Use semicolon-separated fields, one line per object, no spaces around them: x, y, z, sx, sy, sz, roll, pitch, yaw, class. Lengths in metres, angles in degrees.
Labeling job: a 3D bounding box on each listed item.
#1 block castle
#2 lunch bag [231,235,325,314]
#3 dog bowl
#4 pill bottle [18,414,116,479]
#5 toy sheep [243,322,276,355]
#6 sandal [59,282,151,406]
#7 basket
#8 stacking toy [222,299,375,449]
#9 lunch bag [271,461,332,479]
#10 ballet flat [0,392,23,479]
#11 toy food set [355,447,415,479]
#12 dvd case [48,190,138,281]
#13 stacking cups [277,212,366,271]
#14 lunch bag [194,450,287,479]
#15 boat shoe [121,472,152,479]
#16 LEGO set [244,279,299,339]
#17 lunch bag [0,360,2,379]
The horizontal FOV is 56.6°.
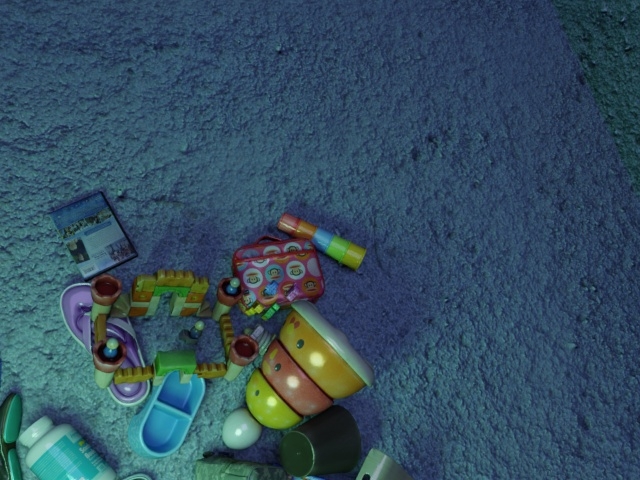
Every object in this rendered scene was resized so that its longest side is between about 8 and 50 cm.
-0.423;0.242;1.712;0.453;0.213;0.303;3;48;-27;block castle
-0.146;0.102;1.975;0.293;0.120;0.258;-9;70;-17;lunch bag
-0.443;0.497;1.752;0.166;0.074;0.297;32;66;-22;dog bowl
-0.699;0.607;1.629;0.264;0.146;0.146;46;67;2;pill bottle
-0.191;0.322;1.901;0.132;0.091;0.091;36;66;-8;toy sheep
-0.629;0.296;1.776;0.169;0.102;0.416;-32;84;-23;sandal
-0.004;0.609;1.757;0.227;0.154;0.204;6;73;-55;basket
-0.104;0.451;1.797;0.480;0.350;0.350;-44;87;-8;stacking toy
-0.061;0.805;1.760;0.293;0.138;0.221;17;71;1;lunch bag
-0.877;0.564;1.627;0.096;0.095;0.281;-7;74;-5;ballet flat
0.183;0.785;1.775;0.306;0.092;0.220;51;60;-36;toy food set
-0.725;-0.017;1.902;0.180;0.022;0.253;-29;81;-23;dvd case
0.000;0.000;2.070;0.316;0.096;0.096;26;67;0;stacking cups
-0.253;0.758;1.658;0.256;0.212;0.305;-4;69;28;lunch bag
-0.595;0.776;1.615;0.335;0.119;0.121;-40;86;-23;boat shoe
-0.162;0.202;1.823;0.087;0.093;0.227;43;81;-11;LEGO set
-0.964;0.363;1.636;0.128;0.151;0.096;-3;73;-16;lunch bag
